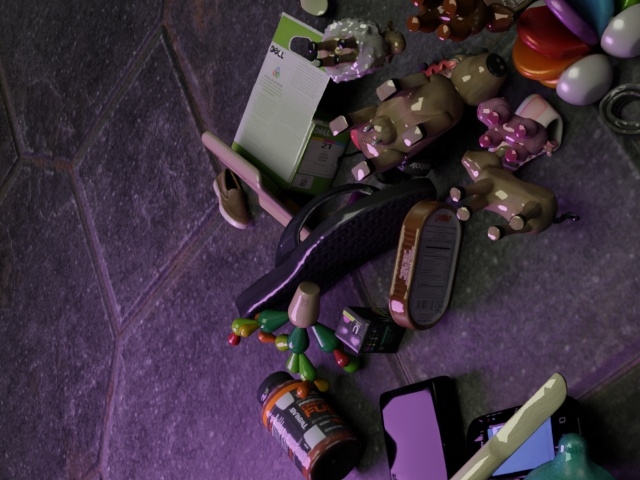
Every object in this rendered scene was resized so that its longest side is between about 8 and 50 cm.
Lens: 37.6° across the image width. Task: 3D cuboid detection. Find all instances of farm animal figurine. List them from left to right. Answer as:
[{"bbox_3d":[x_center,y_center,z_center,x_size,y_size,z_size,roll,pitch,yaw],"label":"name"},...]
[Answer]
[{"bbox_3d":[0.168,-0.159,1.225,0.326,0.172,0.330,-8,100,42],"label":"farm animal figurine"}]

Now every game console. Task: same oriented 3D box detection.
[{"bbox_3d":[0.215,0.277,1.277,0.361,0.044,0.213,-29,64,48],"label":"game console"}]

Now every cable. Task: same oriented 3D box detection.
[{"bbox_3d":[0.435,-0.125,1.071,0.139,0.072,0.287,-57,47,20],"label":"cable"}]

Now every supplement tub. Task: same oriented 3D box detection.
[{"bbox_3d":[-0.027,0.297,1.522,0.198,0.106,0.106,43,117,42],"label":"supplement tub"}]

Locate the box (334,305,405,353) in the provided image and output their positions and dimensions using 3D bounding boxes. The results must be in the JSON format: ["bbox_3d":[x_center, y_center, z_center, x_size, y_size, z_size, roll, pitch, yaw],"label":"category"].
[{"bbox_3d":[0.076,0.137,1.439,0.062,0.083,0.052,35,112,46],"label":"box"}]

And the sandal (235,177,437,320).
[{"bbox_3d":[-0.003,0.001,1.476,0.445,0.167,0.107,-37,65,41],"label":"sandal"}]

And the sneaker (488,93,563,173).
[{"bbox_3d":[0.276,-0.125,1.267,0.134,0.051,0.070,-59,41,20],"label":"sneaker"}]

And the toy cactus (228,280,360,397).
[{"bbox_3d":[-0.040,0.147,1.489,0.219,0.112,0.181,24,127,15],"label":"toy cactus"}]

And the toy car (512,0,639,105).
[{"bbox_3d":[0.314,-0.273,1.176,0.182,0.136,0.159,-50,51,33],"label":"toy car"}]

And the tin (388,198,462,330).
[{"bbox_3d":[0.153,0.036,1.350,0.040,0.106,0.190,14,97,41],"label":"tin"}]

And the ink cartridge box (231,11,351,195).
[{"bbox_3d":[-0.028,-0.229,1.596,0.189,0.097,0.255,40,113,44],"label":"ink cartridge box"}]

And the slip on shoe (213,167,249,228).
[{"bbox_3d":[-0.163,-0.080,1.768,0.041,0.051,0.135,-56,41,32],"label":"slip on shoe"}]

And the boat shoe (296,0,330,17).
[{"bbox_3d":[-0.017,-0.427,1.649,0.049,0.042,0.133,-47,50,9],"label":"boat shoe"}]

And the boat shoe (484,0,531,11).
[{"bbox_3d":[0.292,-0.354,1.280,0.152,0.049,0.056,-31,82,38],"label":"boat shoe"}]

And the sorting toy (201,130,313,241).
[{"bbox_3d":[-0.097,-0.091,1.601,0.038,0.208,0.193,-46,46,-5],"label":"sorting toy"}]

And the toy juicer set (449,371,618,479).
[{"bbox_3d":[0.256,0.333,1.087,0.209,0.089,0.329,-27,91,11],"label":"toy juicer set"}]

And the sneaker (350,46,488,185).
[{"bbox_3d":[0.157,-0.171,1.375,0.276,0.097,0.135,-35,60,43],"label":"sneaker"}]
